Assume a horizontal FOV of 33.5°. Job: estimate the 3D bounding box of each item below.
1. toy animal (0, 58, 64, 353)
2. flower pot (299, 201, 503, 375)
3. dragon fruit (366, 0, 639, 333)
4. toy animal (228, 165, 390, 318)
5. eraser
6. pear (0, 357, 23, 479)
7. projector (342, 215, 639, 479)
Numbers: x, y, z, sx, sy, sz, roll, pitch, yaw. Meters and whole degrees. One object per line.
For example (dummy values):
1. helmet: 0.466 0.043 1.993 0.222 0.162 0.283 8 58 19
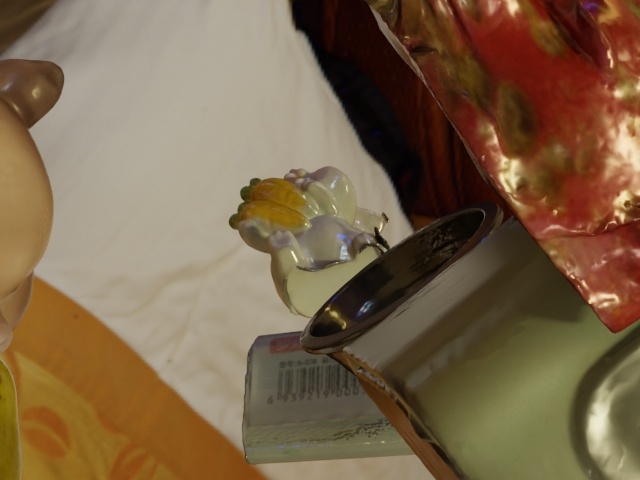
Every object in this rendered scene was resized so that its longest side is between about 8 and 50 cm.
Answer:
1. toy animal: -0.320 -0.034 0.687 0.269 0.326 0.237 -49 167 19
2. flower pot: 0.116 0.085 1.034 0.148 0.235 0.235 52 53 -9
3. dragon fruit: 0.094 -0.112 0.492 0.134 0.262 0.211 -40 138 17
4. toy animal: -0.001 -0.006 1.655 0.183 0.310 0.247 -38 120 8
5. eraser: 0.024 0.187 1.308 0.081 0.227 0.174 59 29 -55
6. pear: -0.557 0.306 1.314 0.362 0.362 0.418 28 84 -50
7. projector: 0.190 0.091 0.617 0.249 0.248 0.248 -38 93 -6
